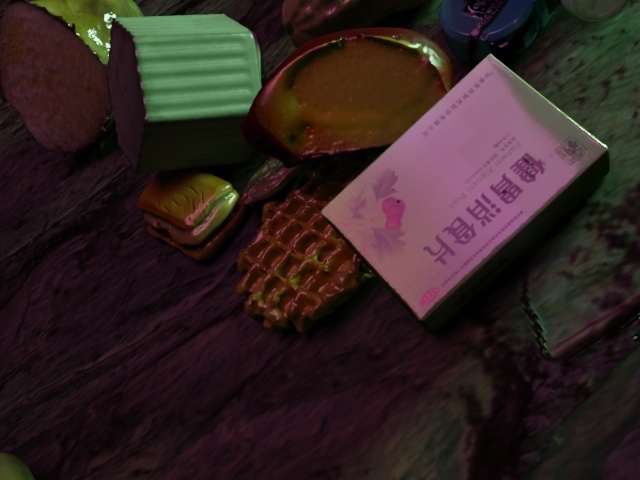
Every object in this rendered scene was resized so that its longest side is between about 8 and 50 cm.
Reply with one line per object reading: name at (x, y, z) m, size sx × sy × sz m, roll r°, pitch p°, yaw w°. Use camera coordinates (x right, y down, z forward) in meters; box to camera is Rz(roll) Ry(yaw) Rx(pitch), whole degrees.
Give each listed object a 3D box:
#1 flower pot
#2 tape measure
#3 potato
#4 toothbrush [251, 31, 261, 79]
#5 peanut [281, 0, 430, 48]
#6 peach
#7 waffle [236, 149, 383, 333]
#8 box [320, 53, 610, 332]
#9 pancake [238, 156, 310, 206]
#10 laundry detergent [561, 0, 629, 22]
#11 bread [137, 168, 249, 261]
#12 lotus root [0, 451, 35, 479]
flower pot at (-0.209, -0.225, 1.248) m, size 0.189 × 0.209 × 0.239 m, roll -10°, pitch 31°, yaw -26°
tape measure at (0.224, -0.293, 1.077) m, size 0.125 × 0.081 × 0.146 m, roll 30°, pitch 75°, yaw 35°
potato at (-0.452, -0.350, 1.626) m, size 0.288 × 0.301 × 0.237 m, roll -41°, pitch 2°, yaw 33°
toothbrush at (-0.110, -0.284, 1.416) m, size 0.025 × 0.030 × 0.307 m, roll -21°, pitch 40°, yaw 10°
peanut at (0.077, -0.387, 1.253) m, size 0.313 × 0.149 × 0.149 m, roll -19°, pitch 44°, yaw 21°
peach at (0.035, -0.182, 1.036) m, size 0.267 × 0.159 × 0.154 m, roll -11°, pitch 6°, yaw 10°
waffle at (0.000, 0.001, 1.027) m, size 0.249 × 0.056 × 0.253 m, roll -30°, pitch 38°, yaw 17°
box at (0.152, -0.053, 0.885) m, size 0.260 × 0.062 × 0.175 m, roll -43°, pitch 62°, yaw 1°
pancake at (-0.059, -0.099, 1.164) m, size 0.151 × 0.025 × 0.152 m, roll -32°, pitch 21°, yaw 14°
laundry detergent at (0.297, -0.385, 1.031) m, size 0.158 × 0.088 × 0.335 m, roll -15°, pitch 42°, yaw 8°
bread at (-0.198, -0.048, 1.239) m, size 0.116 × 0.077 × 0.200 m, roll -47°, pitch 38°, yaw -17°
lotus root at (-0.393, 0.337, 1.036) m, size 0.077 × 0.091 × 0.183 m, roll -13°, pitch 28°, yaw -29°
